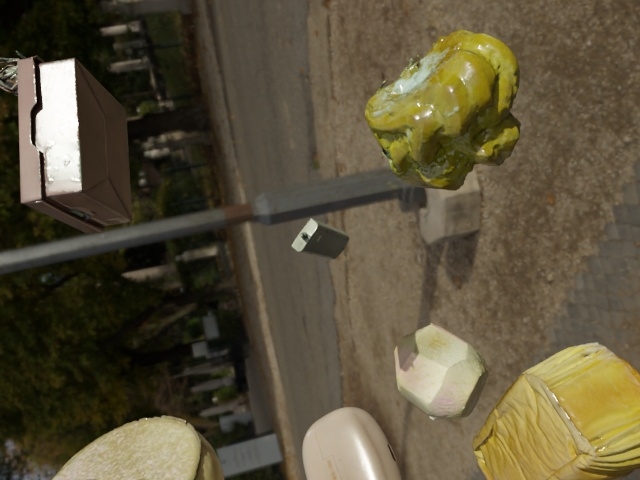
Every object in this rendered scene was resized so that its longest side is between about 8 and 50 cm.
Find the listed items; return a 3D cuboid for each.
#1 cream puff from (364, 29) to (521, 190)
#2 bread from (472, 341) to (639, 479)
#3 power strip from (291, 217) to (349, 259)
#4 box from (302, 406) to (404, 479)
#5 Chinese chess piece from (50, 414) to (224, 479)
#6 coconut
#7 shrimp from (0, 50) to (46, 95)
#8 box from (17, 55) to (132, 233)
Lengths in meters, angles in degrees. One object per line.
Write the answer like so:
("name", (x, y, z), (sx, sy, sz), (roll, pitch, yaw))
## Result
("cream puff", (0.181, -0.163, 0.936), (0.194, 0.221, 0.195), (41, -157, -22))
("bread", (0.288, 0.243, 0.840), (0.153, 0.119, 0.288), (61, 157, 30))
("power strip", (0.000, 0.000, 1.280), (0.027, 0.060, 0.252), (37, -174, 17))
("box", (0.050, 0.357, 1.062), (0.088, 0.146, 0.200), (32, -151, -52))
("Chinese chess piece", (-0.273, 0.380, 1.008), (0.270, 0.269, 0.112), (-126, 16, -64))
("coconut", (0.278, 0.311, 1.651), (0.197, 0.236, 0.237), (-63, 16, 2))
("shrimp", (-0.602, -0.332, 1.400), (0.073, 0.190, 0.075), (96, 179, -57))
("box", (-0.363, -0.137, 1.042), (0.215, 0.086, 0.215), (64, -162, -78))
